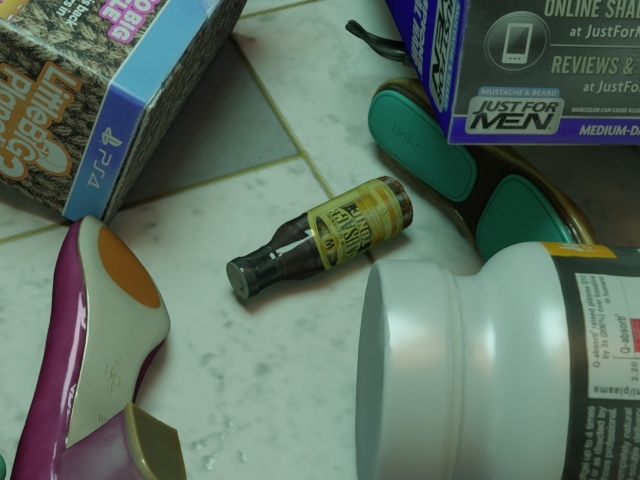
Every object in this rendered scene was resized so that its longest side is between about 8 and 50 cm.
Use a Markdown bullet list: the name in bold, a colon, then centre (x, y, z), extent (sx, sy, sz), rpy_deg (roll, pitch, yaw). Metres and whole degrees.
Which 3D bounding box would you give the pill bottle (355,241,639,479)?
- **pill bottle**: centre (0.163, 0.082, 0.655), extent (0.278, 0.162, 0.162), rpy_deg (4, 50, -4)

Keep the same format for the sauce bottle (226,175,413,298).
- **sauce bottle**: centre (0.000, 0.000, 0.782), extent (0.128, 0.042, 0.042), rpy_deg (-29, 59, -25)

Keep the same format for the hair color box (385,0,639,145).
- **hair color box**: centre (0.140, -0.186, 0.804), extent (0.185, 0.110, 0.339), rpy_deg (0, 32, -8)

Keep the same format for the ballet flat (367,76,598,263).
- **ballet flat**: centre (0.124, -0.033, 0.805), extent (0.073, 0.080, 0.232), rpy_deg (-12, 52, -41)

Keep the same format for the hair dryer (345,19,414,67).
- **hair dryer**: centre (0.182, -0.105, 0.853), extent (0.293, 0.080, 0.223), rpy_deg (26, 39, 30)

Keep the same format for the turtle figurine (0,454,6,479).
- **turtle figurine**: centre (-0.231, 0.149, 0.581), extent (0.234, 0.118, 0.175), rpy_deg (-42, 46, -15)

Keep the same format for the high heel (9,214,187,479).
- **high heel**: centre (-0.143, 0.086, 0.691), extent (0.117, 0.082, 0.244), rpy_deg (-38, 43, 13)

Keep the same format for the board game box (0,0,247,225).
- **board game box**: centre (-0.205, -0.187, 0.799), extent (0.291, 0.141, 0.232), rpy_deg (30, 51, -4)
